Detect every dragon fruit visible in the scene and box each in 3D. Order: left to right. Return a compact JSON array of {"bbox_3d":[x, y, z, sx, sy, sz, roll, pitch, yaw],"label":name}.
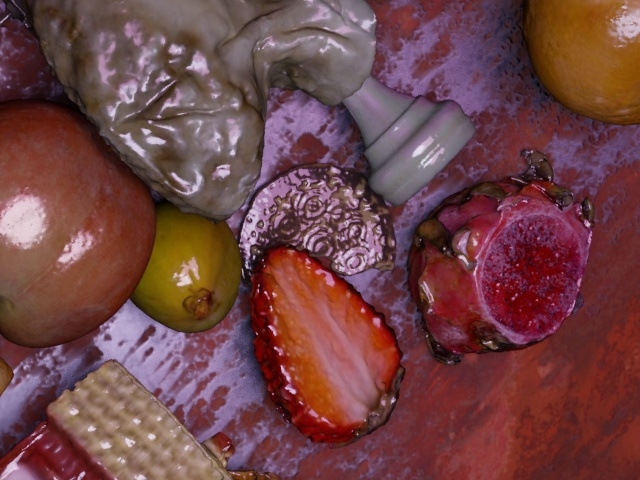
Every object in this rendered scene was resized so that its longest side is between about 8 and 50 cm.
[{"bbox_3d":[0.215,0.020,1.831,0.211,0.147,0.282,30,84,-17],"label":"dragon fruit"}]

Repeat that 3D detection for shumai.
[{"bbox_3d":[-0.116,-0.220,1.615,0.288,0.292,0.330,-38,112,6],"label":"shumai"}]

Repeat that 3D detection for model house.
[{"bbox_3d":[-0.224,0.258,1.653,0.254,0.160,0.196,-42,77,-13],"label":"model house"}]

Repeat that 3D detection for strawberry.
[{"bbox_3d":[-0.018,0.123,1.777,0.190,0.111,0.236,-34,92,-44],"label":"strawberry"}]

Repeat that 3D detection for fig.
[{"bbox_3d":[-0.151,0.029,1.723,0.136,0.121,0.153,-31,79,-10],"label":"fig"}]

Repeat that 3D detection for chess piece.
[{"bbox_3d":[0.038,-0.176,1.786,0.271,0.139,0.139,45,78,-3],"label":"chess piece"}]

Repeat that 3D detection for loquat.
[{"bbox_3d":[0.364,-0.257,1.812,0.263,0.263,0.263,-1,93,-19],"label":"loquat"}]

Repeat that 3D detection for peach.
[{"bbox_3d":[-0.295,-0.024,1.608,0.252,0.252,0.252,-1,93,-19],"label":"peach"}]

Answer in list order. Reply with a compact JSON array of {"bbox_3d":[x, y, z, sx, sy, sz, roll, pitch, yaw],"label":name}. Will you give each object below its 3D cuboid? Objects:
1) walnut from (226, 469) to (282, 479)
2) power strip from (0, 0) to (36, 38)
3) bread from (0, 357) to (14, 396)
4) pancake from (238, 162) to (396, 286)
[{"bbox_3d":[-0.111,0.346,1.763,0.167,0.087,0.211,30,87,-10],"label":"walnut"},{"bbox_3d":[-0.265,-0.309,1.707,0.268,0.034,0.092,-45,106,-12],"label":"power strip"},{"bbox_3d":[-0.463,0.101,1.607,0.294,0.132,0.167,44,80,-17],"label":"bread"},{"bbox_3d":[0.000,0.000,1.822,0.190,0.020,0.184,33,81,-16],"label":"pancake"}]
